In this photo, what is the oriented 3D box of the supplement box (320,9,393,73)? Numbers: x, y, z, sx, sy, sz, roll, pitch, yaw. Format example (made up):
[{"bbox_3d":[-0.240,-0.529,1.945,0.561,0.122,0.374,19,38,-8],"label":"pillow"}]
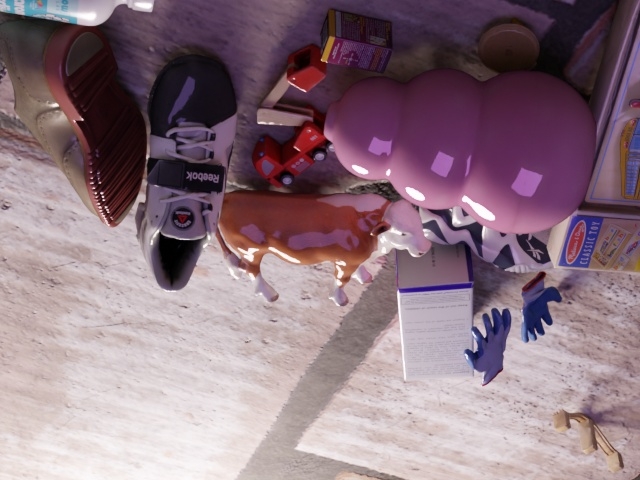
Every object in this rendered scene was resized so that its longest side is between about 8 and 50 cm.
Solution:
[{"bbox_3d":[0.044,-0.247,1.602,0.083,0.055,0.043,11,136,-11],"label":"supplement box"}]

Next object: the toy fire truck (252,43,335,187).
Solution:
[{"bbox_3d":[-0.036,-0.159,1.697,0.192,0.047,0.135,-34,127,30],"label":"toy fire truck"}]

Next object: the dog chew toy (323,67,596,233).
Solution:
[{"bbox_3d":[0.170,-0.125,1.619,0.331,0.207,0.207,10,136,3],"label":"dog chew toy"}]

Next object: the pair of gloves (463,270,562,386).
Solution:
[{"bbox_3d":[0.290,0.128,1.937,0.198,0.023,0.159,-40,146,-17],"label":"pair of gloves"}]

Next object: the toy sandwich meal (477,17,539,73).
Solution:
[{"bbox_3d":[0.239,-0.244,1.630,0.085,0.029,0.086,4,134,4],"label":"toy sandwich meal"}]

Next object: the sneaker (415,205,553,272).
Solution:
[{"bbox_3d":[0.261,-0.045,1.786,0.234,0.094,0.153,21,141,-8],"label":"sneaker"}]

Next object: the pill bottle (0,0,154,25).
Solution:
[{"bbox_3d":[-0.313,-0.323,1.448,0.264,0.146,0.146,8,135,-9],"label":"pill bottle"}]

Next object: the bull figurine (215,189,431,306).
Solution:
[{"bbox_3d":[0.000,0.000,1.813,0.310,0.101,0.188,8,132,6],"label":"bull figurine"}]

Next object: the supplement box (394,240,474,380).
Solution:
[{"bbox_3d":[0.171,0.099,1.923,0.113,0.111,0.220,-5,136,4],"label":"supplement box"}]

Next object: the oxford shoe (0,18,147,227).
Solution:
[{"bbox_3d":[-0.317,-0.156,1.672,0.130,0.123,0.348,18,143,21],"label":"oxford shoe"}]

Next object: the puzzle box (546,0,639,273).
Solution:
[{"bbox_3d":[0.473,-0.131,1.676,0.272,0.052,0.409,4,125,-8],"label":"puzzle box"}]

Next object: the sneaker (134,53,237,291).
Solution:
[{"bbox_3d":[-0.169,-0.077,1.688,0.122,0.146,0.331,1,126,-15],"label":"sneaker"}]

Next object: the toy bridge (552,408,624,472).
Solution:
[{"bbox_3d":[0.456,0.332,2.205,0.026,0.063,0.188,-32,130,28],"label":"toy bridge"}]
